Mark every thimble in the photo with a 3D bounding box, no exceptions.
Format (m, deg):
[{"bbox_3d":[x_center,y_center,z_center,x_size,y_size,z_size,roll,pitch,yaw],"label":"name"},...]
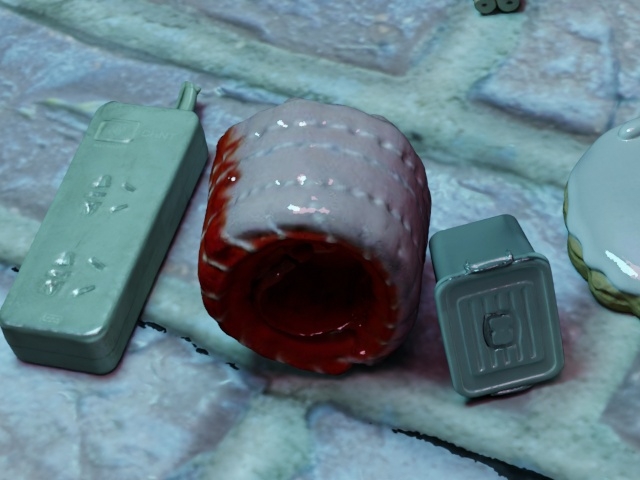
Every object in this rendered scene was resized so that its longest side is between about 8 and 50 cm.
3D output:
[{"bbox_3d":[-0.005,-0.004,1.371,0.163,0.189,0.125,-2,51,10],"label":"thimble"}]

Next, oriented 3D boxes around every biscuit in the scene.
[{"bbox_3d":[0.280,-0.033,1.429,0.208,0.049,0.181,-19,50,-2],"label":"biscuit"}]

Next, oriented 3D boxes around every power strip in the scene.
[{"bbox_3d":[-0.159,-0.026,1.516,0.093,0.053,0.288,7,53,18],"label":"power strip"}]

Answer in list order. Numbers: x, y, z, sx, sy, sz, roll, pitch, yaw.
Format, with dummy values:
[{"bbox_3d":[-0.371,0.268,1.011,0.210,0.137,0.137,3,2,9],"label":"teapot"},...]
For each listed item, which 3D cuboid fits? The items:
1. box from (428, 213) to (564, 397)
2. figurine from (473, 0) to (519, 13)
[{"bbox_3d":[0.122,0.044,1.356,0.084,0.122,0.069,-13,37,-1],"label":"box"},{"bbox_3d":[0.153,-0.262,1.642,0.101,0.068,0.143,-25,62,-4],"label":"figurine"}]
